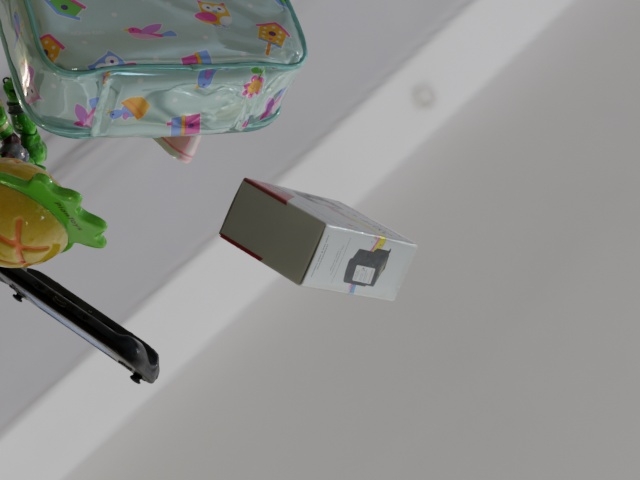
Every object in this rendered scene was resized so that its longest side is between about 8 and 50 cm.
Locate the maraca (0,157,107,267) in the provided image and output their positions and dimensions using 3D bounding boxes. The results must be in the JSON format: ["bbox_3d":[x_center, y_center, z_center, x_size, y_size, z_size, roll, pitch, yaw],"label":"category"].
[{"bbox_3d":[-0.282,-0.027,1.499,0.185,0.127,0.099,0,-124,37],"label":"maraca"}]

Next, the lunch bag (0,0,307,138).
[{"bbox_3d":[-0.161,-0.206,1.495,0.279,0.108,0.224,-5,-128,-27],"label":"lunch bag"}]

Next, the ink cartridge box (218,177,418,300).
[{"bbox_3d":[0.000,0.000,1.677,0.127,0.175,0.072,30,-79,35],"label":"ink cartridge box"}]

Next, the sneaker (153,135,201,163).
[{"bbox_3d":[-0.198,-0.161,2.064,0.134,0.051,0.070,39,-75,37],"label":"sneaker"}]

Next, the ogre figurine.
[{"bbox_3d":[-0.388,-0.096,1.931,0.096,0.118,0.197,-15,-134,10],"label":"ogre figurine"}]

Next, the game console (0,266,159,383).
[{"bbox_3d":[-0.320,0.038,1.632,0.361,0.213,0.044,31,-94,20],"label":"game console"}]
